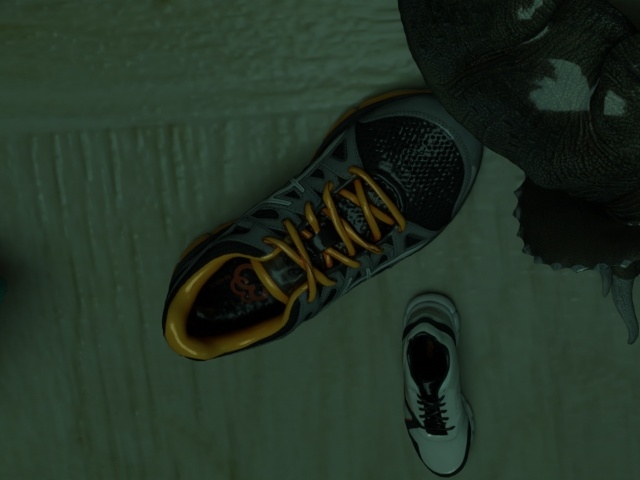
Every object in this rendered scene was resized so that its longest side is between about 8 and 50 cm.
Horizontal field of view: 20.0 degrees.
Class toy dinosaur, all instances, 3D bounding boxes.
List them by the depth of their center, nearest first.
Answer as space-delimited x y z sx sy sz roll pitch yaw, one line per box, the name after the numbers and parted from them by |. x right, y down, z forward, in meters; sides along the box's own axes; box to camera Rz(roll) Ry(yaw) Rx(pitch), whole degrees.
0.107 -0.098 0.877 0.160 0.121 0.313 -39 94 24 | toy dinosaur

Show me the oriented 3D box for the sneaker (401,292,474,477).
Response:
0.061 0.086 1.011 0.040 0.044 0.109 -5 111 12 | sneaker

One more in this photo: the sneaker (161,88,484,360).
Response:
0.000 0.000 0.970 0.215 0.083 0.084 -39 97 21 | sneaker

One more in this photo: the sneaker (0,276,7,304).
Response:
-0.265 0.022 0.982 0.178 0.124 0.295 5 143 6 | sneaker
